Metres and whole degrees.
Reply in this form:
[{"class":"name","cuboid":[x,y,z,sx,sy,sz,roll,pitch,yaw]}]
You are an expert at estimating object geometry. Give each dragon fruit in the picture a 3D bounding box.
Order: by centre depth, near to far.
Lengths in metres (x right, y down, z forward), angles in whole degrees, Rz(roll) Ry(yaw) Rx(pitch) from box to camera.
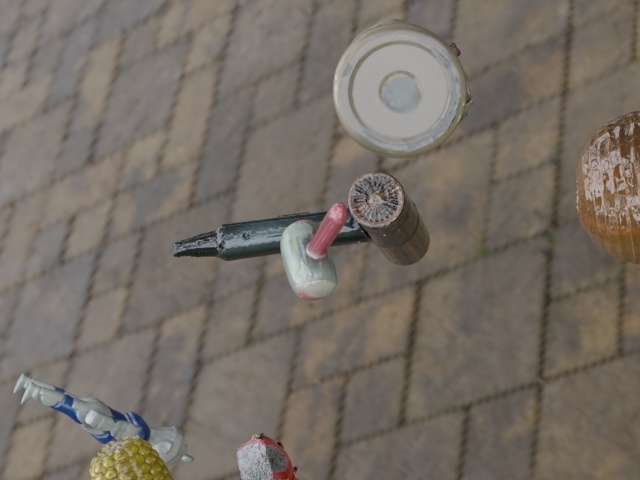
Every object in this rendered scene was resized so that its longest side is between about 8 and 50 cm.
[{"class":"dragon fruit","cuboid":[-0.052,0.256,1.857,0.056,0.060,0.083,-37,51,29]}]

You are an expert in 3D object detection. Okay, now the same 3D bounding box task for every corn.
[{"class":"corn","cuboid":[-0.169,0.359,1.830,0.106,0.305,0.106,-19,4,1]}]

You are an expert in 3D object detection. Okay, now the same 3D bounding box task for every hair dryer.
[{"class":"hair dryer","cuboid":[-0.015,-0.002,1.366,0.195,0.173,0.050,-10,76,10]}]

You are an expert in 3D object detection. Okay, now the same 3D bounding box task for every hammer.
[{"class":"hammer","cuboid":[0.000,0.000,1.037,0.083,0.031,0.052,121,136,-56]}]

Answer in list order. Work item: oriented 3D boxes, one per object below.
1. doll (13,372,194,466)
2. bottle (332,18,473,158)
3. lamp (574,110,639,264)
[{"class":"doll","cuboid":[-0.246,0.217,1.970,0.057,0.227,0.114,-69,18,-9]},{"class":"bottle","cuboid":[0.056,-0.108,1.181,0.099,0.099,0.152,-49,3,6]},{"class":"lamp","cuboid":[0.283,-0.046,1.450,0.136,0.136,0.136,-32,39,30]}]
